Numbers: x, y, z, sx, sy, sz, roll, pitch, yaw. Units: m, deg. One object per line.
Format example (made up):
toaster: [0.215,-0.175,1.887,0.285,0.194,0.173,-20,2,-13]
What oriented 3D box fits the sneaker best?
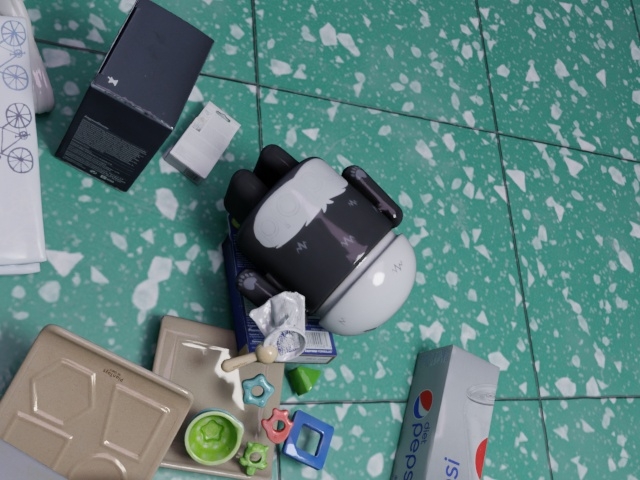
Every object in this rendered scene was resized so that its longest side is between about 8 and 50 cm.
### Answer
sneaker: [-0.422,-0.260,1.005,0.094,0.080,0.212,-19,84,-22]

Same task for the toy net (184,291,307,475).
toy net: [-0.068,0.176,0.949,0.122,0.045,0.232,29,91,-10]

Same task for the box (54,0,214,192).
box: [-0.242,-0.180,0.996,0.108,0.207,0.153,29,60,-19]

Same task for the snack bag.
snack bag: [-0.500,-0.112,0.882,0.343,0.037,0.322,-3,88,-31]

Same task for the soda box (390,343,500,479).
soda box: [0.178,0.305,1.138,0.098,0.091,0.286,29,60,-20]

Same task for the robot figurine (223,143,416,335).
robot figurine: [-0.002,0.002,1.043,0.278,0.209,0.173,42,12,4]

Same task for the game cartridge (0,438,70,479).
game cartridge: [-0.304,0.307,0.693,0.355,0.068,0.230,35,42,-9]

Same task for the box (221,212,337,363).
box: [-0.063,0.066,1.096,0.137,0.036,0.225,7,55,-29]

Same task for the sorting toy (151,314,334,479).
sorting toy: [-0.142,0.208,1.014,0.348,0.047,0.195,17,61,-24]

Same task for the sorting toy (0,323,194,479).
sorting toy: [-0.275,0.224,0.887,0.193,0.038,0.208,30,86,-13]

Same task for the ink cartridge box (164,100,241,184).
ink cartridge box: [-0.171,-0.144,1.134,0.063,0.029,0.115,37,57,-13]
